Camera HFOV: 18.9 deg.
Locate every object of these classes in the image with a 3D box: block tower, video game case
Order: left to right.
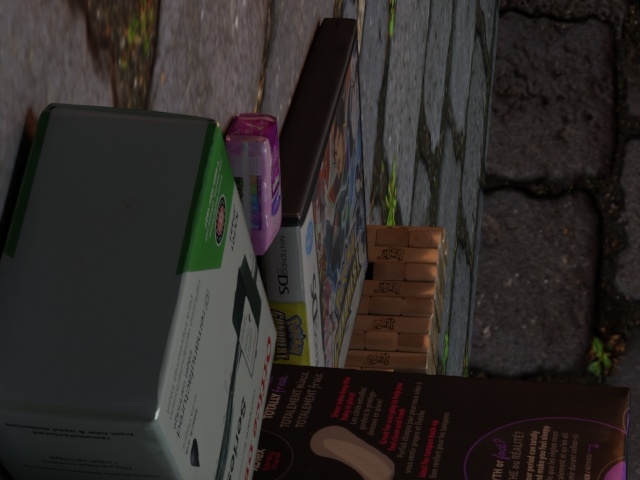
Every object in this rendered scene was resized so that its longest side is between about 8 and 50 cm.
[{"bbox_3d":[0.000,0.000,1.517,0.275,0.035,0.248,-74,164,-52],"label":"video game case"},{"bbox_3d":[0.053,0.145,1.717,0.091,0.097,0.335,72,22,-65],"label":"block tower"}]

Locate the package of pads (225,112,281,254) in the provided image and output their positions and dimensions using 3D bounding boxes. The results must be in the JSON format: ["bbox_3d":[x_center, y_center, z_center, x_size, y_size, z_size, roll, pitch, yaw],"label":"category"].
[{"bbox_3d":[-0.044,-0.037,1.258,0.050,0.032,0.083,-73,163,-64],"label":"package of pads"}]

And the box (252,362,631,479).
[{"bbox_3d":[0.044,0.175,1.135,0.165,0.270,0.143,-67,159,-62],"label":"box"}]

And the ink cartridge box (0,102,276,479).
[{"bbox_3d":[-0.084,0.057,0.897,0.208,0.086,0.153,78,19,-60],"label":"ink cartridge box"}]
